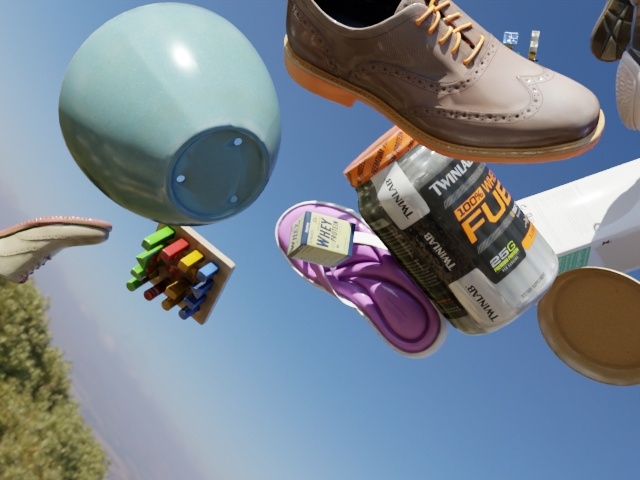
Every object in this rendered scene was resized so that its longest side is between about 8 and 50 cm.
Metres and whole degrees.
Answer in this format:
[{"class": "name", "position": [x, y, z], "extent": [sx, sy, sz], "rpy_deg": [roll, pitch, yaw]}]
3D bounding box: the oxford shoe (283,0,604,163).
[{"class": "oxford shoe", "position": [0.120, -0.186, 0.695], "extent": [0.364, 0.130, 0.132], "rpy_deg": [20, -30, 14]}]

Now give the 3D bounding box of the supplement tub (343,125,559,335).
[{"class": "supplement tub", "position": [0.204, -0.031, 1.074], "extent": [0.338, 0.207, 0.207], "rpy_deg": [49, -19, -8]}]

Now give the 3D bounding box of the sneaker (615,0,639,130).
[{"class": "sneaker", "position": [0.415, -0.252, 0.722], "extent": [0.153, 0.101, 0.268], "rpy_deg": [11, -72, 41]}]

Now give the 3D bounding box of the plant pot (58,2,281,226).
[{"class": "plant pot", "position": [-0.166, -0.131, 0.860], "extent": [0.195, 0.290, 0.290], "rpy_deg": [49, -17, 44]}]

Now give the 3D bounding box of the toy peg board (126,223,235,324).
[{"class": "toy peg board", "position": [-0.258, 0.063, 1.176], "extent": [0.161, 0.079, 0.161], "rpy_deg": [38, -53, 10]}]

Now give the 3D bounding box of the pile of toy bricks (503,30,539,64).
[{"class": "pile of toy bricks", "position": [0.453, -0.384, 1.575], "extent": [0.118, 0.212, 0.105], "rpy_deg": [9, -22, 14]}]

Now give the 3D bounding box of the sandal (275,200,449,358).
[{"class": "sandal", "position": [0.065, 0.050, 1.236], "extent": [0.416, 0.169, 0.102], "rpy_deg": [37, 7, 28]}]

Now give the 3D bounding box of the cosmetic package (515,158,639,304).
[{"class": "cosmetic package", "position": [0.578, -0.030, 1.351], "extent": [0.197, 0.366, 0.155], "rpy_deg": [69, 3, -54]}]

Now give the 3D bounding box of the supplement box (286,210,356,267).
[{"class": "supplement box", "position": [0.000, 0.000, 1.057], "extent": [0.083, 0.056, 0.083], "rpy_deg": [14, -20, -16]}]

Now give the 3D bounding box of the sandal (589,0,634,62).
[{"class": "sandal", "position": [0.495, -0.379, 1.036], "extent": [0.090, 0.219, 0.060], "rpy_deg": [28, 17, 0]}]

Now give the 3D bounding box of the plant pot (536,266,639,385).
[{"class": "plant pot", "position": [0.500, 0.147, 1.174], "extent": [0.236, 0.032, 0.236], "rpy_deg": [24, -50, 33]}]

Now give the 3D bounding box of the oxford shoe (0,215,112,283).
[{"class": "oxford shoe", "position": [-0.614, 0.028, 1.424], "extent": [0.123, 0.348, 0.130], "rpy_deg": [80, 0, -78]}]
